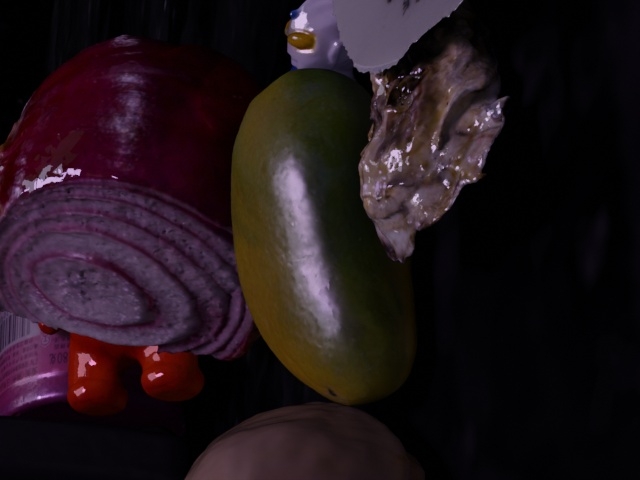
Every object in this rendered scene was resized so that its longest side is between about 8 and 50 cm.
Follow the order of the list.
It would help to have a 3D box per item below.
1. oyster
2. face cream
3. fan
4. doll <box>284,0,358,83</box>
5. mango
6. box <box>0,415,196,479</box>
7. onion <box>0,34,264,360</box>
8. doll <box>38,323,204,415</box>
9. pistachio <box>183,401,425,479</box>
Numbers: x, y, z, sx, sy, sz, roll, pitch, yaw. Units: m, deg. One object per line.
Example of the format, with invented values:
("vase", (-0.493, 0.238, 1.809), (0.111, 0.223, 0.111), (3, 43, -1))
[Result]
("oyster", (0.046, -0.061, 0.729), (0.165, 0.053, 0.108), (-88, 15, -48))
("face cream", (-0.213, 0.092, 1.425), (0.175, 0.175, 0.194), (120, 151, -58))
("fan", (0.058, -0.224, 0.766), (0.182, 0.010, 0.310), (-37, 39, 45))
("doll", (-0.004, -0.067, 0.933), (0.114, 0.057, 0.227), (-105, 22, -62))
("mango", (-0.002, -0.001, 0.824), (0.122, 0.086, 0.191), (-25, 63, 49))
("box", (-0.267, 0.223, 1.378), (0.290, 0.289, 0.073), (119, 156, -63))
("onion", (-0.125, -0.052, 1.092), (0.207, 0.216, 0.206), (-89, 17, -46))
("doll", (-0.157, -0.017, 1.322), (0.105, 0.200, 0.336), (35, -133, -54))
("pistachio", (-0.010, 0.146, 0.774), (0.226, 0.136, 0.135), (-148, 64, -82))
